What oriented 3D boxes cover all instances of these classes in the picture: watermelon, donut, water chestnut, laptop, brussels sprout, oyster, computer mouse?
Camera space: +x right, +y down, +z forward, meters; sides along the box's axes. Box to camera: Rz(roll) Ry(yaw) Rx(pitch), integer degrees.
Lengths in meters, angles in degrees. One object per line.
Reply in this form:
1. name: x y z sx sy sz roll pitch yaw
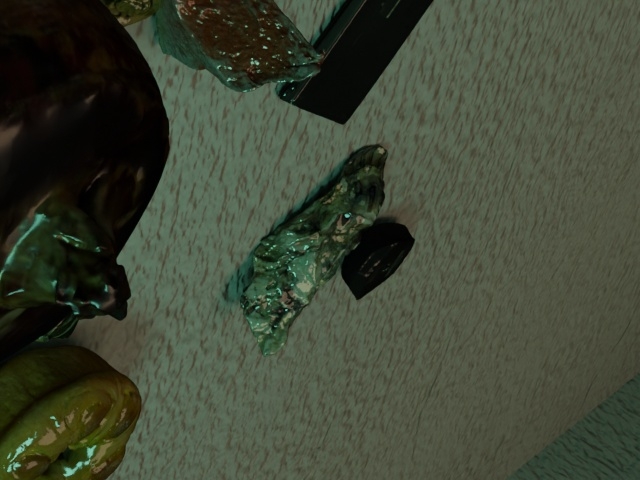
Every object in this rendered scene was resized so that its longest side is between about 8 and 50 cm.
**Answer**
1. watermelon: -0.081 -0.183 1.417 0.098 0.158 0.121 -44 -176 -10
2. donut: -0.295 0.210 1.669 0.226 0.114 0.226 -38 155 -22
3. water chestnut: -0.250 -0.033 1.129 0.350 0.302 0.350 -43 159 -20
4. laptop: 0.051 -0.219 1.703 0.207 0.026 0.154 -53 155 11
5. brussels sprout: -0.176 -0.201 1.292 0.058 0.085 0.085 -50 158 -14
6. oyster: -0.003 -0.002 1.911 0.252 0.087 0.199 -41 159 -46
7. computer mouse: 0.070 0.020 2.076 0.099 0.057 0.172 -59 166 19

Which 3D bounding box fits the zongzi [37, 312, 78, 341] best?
1. zongzi: -0.248 0.052 1.589 0.109 0.055 0.119 -51 168 2
